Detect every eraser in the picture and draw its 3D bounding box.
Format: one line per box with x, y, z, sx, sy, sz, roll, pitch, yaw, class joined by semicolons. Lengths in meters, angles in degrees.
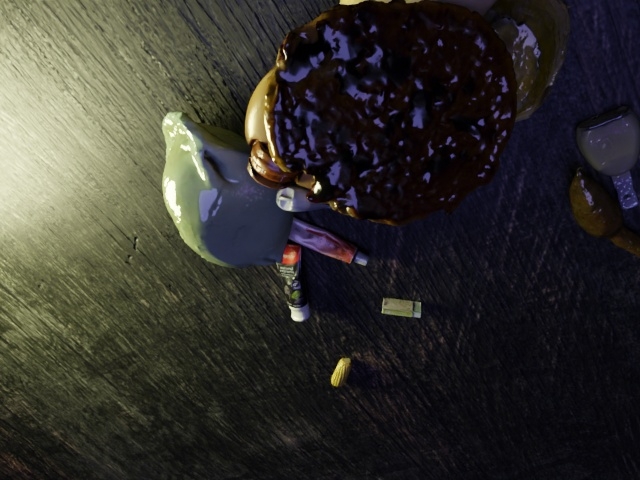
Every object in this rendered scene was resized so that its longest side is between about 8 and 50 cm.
0.177;0.146;1.204;0.083;0.038;0.019;7;124;6;eraser

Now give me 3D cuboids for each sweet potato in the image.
0.509;-0.037;0.993;0.269;0.074;0.075;37;124;-26;sweet potato

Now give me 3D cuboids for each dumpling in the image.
-0.187;-0.077;1.006;0.270;0.211;0.320;11;117;6;dumpling

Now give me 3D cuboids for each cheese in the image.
0.507;-0.132;0.944;0.097;0.037;0.192;-20;119;24;cheese

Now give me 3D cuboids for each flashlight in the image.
-0.014;-0.080;0.988;0.093;0.200;0.047;13;100;24;flashlight

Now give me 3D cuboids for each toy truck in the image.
0.028;-0.182;0.891;0.288;0.211;0.204;22;126;-10;toy truck

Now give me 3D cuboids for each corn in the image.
0.052;0.325;1.357;0.037;0.037;0.092;17;123;-2;corn

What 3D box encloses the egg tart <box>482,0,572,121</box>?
0.269;-0.274;0.856;0.232;0.098;0.252;41;126;-14;egg tart

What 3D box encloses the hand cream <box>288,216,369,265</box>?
0.001;-0.002;1.137;0.216;0.038;0.052;22;99;-2;hand cream

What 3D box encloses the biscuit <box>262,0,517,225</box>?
0.092;-0.164;0.730;0.334;0.081;0.289;5;112;-9;biscuit

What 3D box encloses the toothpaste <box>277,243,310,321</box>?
-0.061;0.087;1.204;0.071;0.045;0.193;7;125;25;toothpaste

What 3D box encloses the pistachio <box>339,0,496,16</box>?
0.145;-0.367;0.749;0.188;0.187;0.299;35;116;-15;pistachio
